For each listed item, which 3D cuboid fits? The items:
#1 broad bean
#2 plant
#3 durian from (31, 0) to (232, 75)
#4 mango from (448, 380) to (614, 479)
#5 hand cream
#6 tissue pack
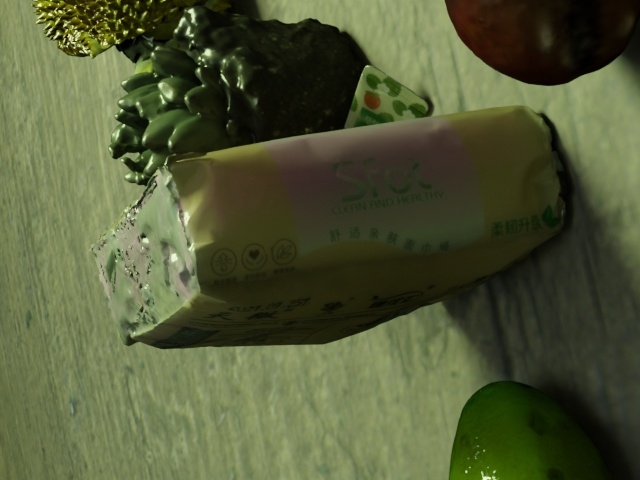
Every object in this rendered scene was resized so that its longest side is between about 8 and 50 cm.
[{"bbox_3d":[0.107,-0.194,0.812,0.156,0.122,0.229,73,180,-60],"label":"broad bean"},{"bbox_3d":[-0.067,-0.105,1.122,0.129,0.194,0.132,51,143,40],"label":"plant"},{"bbox_3d":[-0.171,-0.225,1.348,0.237,0.193,0.138,25,101,43],"label":"durian"},{"bbox_3d":[0.130,0.169,0.906,0.119,0.100,0.178,109,151,-49],"label":"mango"},{"bbox_3d":[0.035,-0.062,1.102,0.057,0.037,0.165,34,139,10],"label":"hand cream"},{"bbox_3d":[0.000,0.000,0.940,0.215,0.256,0.123,-35,69,63],"label":"tissue pack"}]
